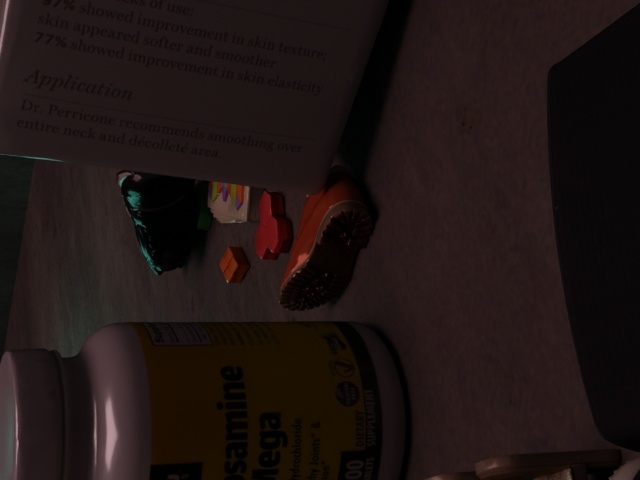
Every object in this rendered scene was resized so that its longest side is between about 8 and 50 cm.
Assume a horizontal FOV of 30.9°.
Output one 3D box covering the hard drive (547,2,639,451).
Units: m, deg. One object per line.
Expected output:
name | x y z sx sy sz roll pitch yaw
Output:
hard drive | 0.197 -0.013 0.658 0.172 0.054 0.254 145 123 -63

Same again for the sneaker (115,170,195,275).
sneaker | -0.207 -0.027 1.578 0.283 0.107 0.124 112 142 -77

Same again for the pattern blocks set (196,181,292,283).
pattern blocks set | -0.106 -0.092 1.441 0.325 0.026 0.285 160 110 -67

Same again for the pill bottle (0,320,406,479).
pill bottle | -0.109 0.165 1.026 0.188 0.334 0.187 -179 90 -68

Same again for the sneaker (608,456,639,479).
sneaker | 0.217 0.224 0.533 0.146 0.102 0.293 129 137 -55

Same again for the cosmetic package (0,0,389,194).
cosmetic package | -0.130 -0.301 1.075 0.327 0.330 0.393 -119 43 -53

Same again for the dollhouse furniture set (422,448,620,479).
dollhouse furniture set | 0.088 0.265 0.766 0.242 0.161 0.212 137 131 -60

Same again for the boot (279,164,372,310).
boot | 0.000 0.000 1.144 0.158 0.059 0.084 -59 32 36
